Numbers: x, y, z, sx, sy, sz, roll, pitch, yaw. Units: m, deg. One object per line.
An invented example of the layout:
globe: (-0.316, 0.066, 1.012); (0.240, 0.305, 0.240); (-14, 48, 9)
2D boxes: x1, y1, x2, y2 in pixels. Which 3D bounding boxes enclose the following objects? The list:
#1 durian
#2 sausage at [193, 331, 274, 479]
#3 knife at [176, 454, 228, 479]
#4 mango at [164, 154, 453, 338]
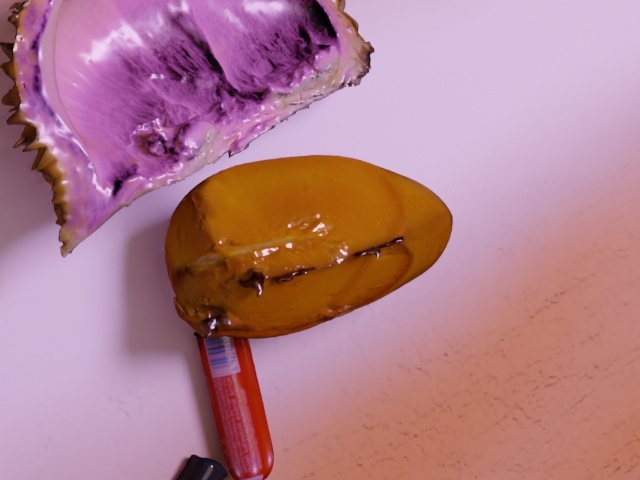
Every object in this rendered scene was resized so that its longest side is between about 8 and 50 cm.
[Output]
durian: (-0.113, -0.140, 0.709); (0.341, 0.112, 0.191); (-37, 93, -33)
sausage: (-0.064, 0.138, 0.742); (0.050, 0.048, 0.145); (-19, 96, -66)
knife: (-0.140, 0.274, 0.705); (0.060, 0.028, 0.230); (46, 69, -30)
mango: (0.000, 0.000, 0.722); (0.252, 0.154, 0.126); (-10, 68, -33)
